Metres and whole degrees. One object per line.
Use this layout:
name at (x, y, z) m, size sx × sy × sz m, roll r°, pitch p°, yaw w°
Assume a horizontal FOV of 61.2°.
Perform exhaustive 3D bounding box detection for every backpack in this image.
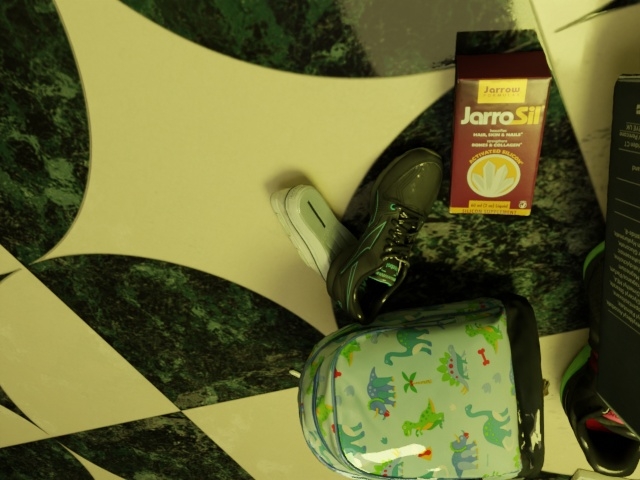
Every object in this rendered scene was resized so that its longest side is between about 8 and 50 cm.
backpack at (0.141, 0.226, 0.801) m, size 0.356 × 0.273 × 0.290 m, roll -1°, pitch 85°, yaw 8°

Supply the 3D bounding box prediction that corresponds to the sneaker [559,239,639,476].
sneaker at (0.472, 0.178, 0.790) m, size 0.185 × 0.202 × 0.482 m, roll -1°, pitch 129°, yaw 14°

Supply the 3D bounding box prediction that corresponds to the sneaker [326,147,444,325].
sneaker at (0.104, 0.001, 0.759) m, size 0.101 × 0.106 × 0.267 m, roll 18°, pitch 112°, yaw -23°

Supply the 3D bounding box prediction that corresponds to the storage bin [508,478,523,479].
storage bin at (0.355, 0.434, 1.103) m, size 0.135 × 0.091 × 0.098 m, roll 20°, pitch 131°, yaw -2°

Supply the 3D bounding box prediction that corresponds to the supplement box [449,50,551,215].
supplement box at (0.217, -0.130, 0.677) m, size 0.104 × 0.080 × 0.188 m, roll 2°, pitch 129°, yaw 12°

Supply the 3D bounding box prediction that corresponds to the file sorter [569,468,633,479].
file sorter at (0.665, 0.637, 1.143) m, size 0.278 × 0.173 × 0.192 m, roll 10°, pitch 131°, yaw 5°

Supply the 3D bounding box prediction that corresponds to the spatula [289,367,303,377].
spatula at (0.057, 0.310, 1.087) m, size 0.242 × 0.019 × 0.168 m, roll 27°, pitch 155°, yaw -9°

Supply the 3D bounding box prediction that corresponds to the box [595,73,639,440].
box at (0.478, 0.024, 0.537) m, size 0.294 × 0.212 × 0.395 m, roll -5°, pitch 106°, yaw -1°

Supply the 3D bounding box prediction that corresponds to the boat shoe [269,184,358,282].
boat shoe at (0.000, 0.000, 0.853) m, size 0.076 × 0.083 × 0.226 m, roll 9°, pitch 137°, yaw 44°

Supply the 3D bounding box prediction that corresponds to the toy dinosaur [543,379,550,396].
toy dinosaur at (0.334, 0.301, 0.997) m, size 0.183 × 0.053 × 0.092 m, roll -37°, pitch 92°, yaw 12°
